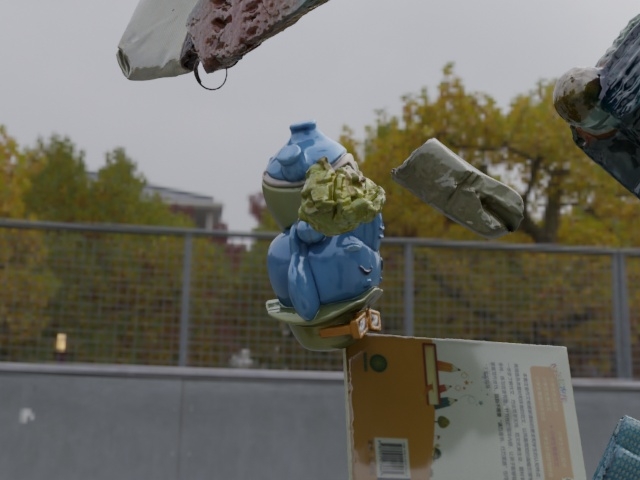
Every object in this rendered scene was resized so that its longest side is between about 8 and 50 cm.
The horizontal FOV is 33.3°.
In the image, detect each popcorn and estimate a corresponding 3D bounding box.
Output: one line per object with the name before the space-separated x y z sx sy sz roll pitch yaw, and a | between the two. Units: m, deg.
popcorn | 0.019 -0.034 0.898 0.083 0.059 0.068 8 -30 37

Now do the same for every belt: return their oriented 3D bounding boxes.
belt | 0.234 0.230 0.883 0.065 0.179 0.100 26 7 12

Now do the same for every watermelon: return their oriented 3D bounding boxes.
watermelon | -0.049 -0.232 1.017 0.094 0.154 0.241 18 -36 -36

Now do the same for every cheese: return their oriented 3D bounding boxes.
cheese | 0.211 -0.075 1.606 0.202 0.091 0.175 33 5 9

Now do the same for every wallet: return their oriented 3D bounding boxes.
wallet | -0.176 -0.348 1.487 0.068 0.335 0.275 30 -20 -35

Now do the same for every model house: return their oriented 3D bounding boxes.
model house | 0.342 -0.116 1.004 0.184 0.253 0.291 -51 -20 16

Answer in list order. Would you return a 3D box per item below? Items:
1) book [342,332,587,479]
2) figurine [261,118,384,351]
book | 0.172 0.215 1.274 0.295 0.208 0.020 6 -29 -14
figurine | -0.003 0.000 1.231 0.154 0.262 0.180 -15 14 -8
